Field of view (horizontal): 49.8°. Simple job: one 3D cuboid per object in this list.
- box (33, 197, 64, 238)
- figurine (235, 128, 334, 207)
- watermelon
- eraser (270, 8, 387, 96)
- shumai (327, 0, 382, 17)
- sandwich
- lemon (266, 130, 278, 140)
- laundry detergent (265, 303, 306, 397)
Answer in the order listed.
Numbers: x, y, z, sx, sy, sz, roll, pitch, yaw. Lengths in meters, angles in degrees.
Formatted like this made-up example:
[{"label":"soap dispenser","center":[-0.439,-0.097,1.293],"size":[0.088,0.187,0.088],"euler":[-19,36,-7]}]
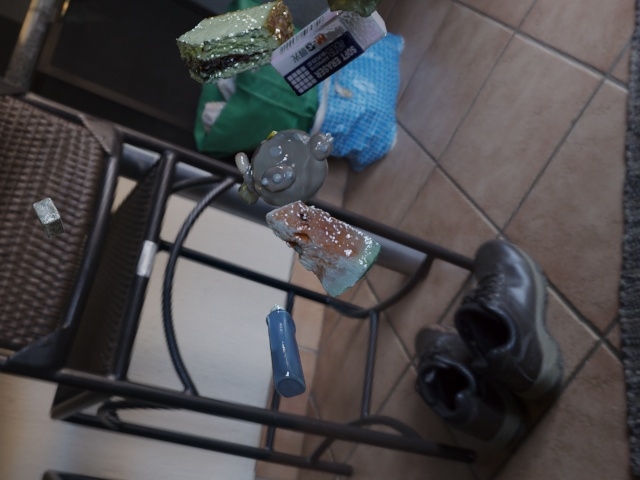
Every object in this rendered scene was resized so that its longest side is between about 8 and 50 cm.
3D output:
[{"label":"box","center":[-0.631,-0.052,1.604],"size":[0.062,0.045,0.098],"euler":[58,157,14]},{"label":"figurine","center":[-0.121,-0.186,1.924],"size":[0.248,0.203,0.381],"euler":[-36,13,-27]},{"label":"watermelon","center":[0.000,0.000,1.417],"size":[0.094,0.241,0.154],"euler":[-56,4,-35]},{"label":"eraser","center":[0.019,-0.509,1.787],"size":[0.287,0.130,0.086],"euler":[-31,35,23]},{"label":"shumai","center":[0.051,-0.485,1.221],"size":[0.218,0.256,0.189],"euler":[69,-139,-60]},{"label":"sandwich","center":[-0.246,-0.560,1.961],"size":[0.326,0.131,0.262],"euler":[-11,34,13]},{"label":"lemon","center":[-0.146,-0.323,2.284],"size":[0.062,0.062,0.083],"euler":[-4,105,63]},{"label":"laundry detergent","center":[-0.079,0.223,1.458],"size":[0.061,0.096,0.206],"euler":[-22,49,11]}]
